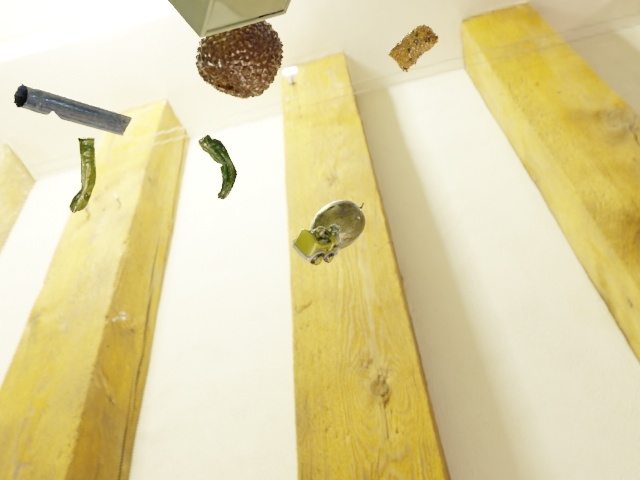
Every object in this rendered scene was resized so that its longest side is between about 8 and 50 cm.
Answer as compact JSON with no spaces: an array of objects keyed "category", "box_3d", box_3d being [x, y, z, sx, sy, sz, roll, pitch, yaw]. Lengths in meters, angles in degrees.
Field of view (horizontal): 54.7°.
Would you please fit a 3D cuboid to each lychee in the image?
[{"category":"lychee","box_3d":[-0.248,-0.582,1.936,0.267,0.268,0.268,-11,-140,9]}]

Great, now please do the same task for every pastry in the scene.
[{"category":"pastry","box_3d":[0.235,-0.492,1.573,0.056,0.140,0.080,-19,-104,-40]}]

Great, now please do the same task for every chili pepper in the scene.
[{"category":"chili pepper","box_3d":[-0.551,-0.149,1.445,0.050,0.202,0.052,4,-149,-28]},{"category":"chili pepper","box_3d":[-0.275,-0.206,1.699,0.073,0.182,0.050,-25,-168,-27]}]

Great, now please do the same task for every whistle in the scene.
[{"category":"whistle","box_3d":[-0.607,-0.321,1.549,0.062,0.304,0.062,-4,-97,34]}]

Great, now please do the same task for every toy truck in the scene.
[{"category":"toy truck","box_3d":[0.000,0.000,1.306,0.076,0.077,0.111,43,-149,27]}]

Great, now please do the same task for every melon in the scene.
[{"category":"melon","box_3d":[0.056,-0.048,1.825,0.192,0.139,0.139,-38,-138,-5]}]

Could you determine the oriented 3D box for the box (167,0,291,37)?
[{"category":"box","box_3d":[-0.140,-0.513,1.114,0.225,0.225,0.117,-32,-104,-38]}]
